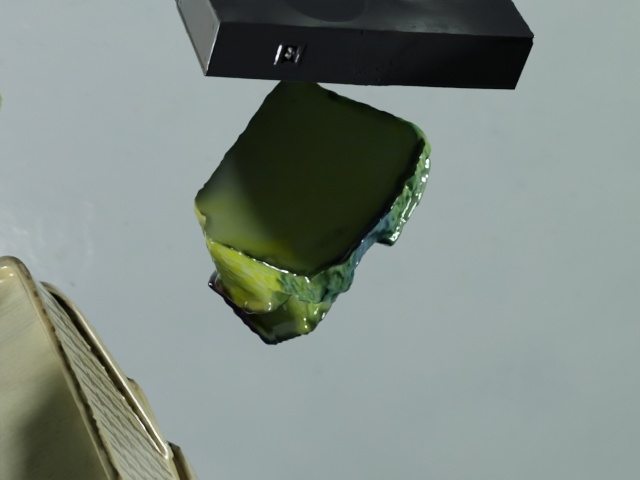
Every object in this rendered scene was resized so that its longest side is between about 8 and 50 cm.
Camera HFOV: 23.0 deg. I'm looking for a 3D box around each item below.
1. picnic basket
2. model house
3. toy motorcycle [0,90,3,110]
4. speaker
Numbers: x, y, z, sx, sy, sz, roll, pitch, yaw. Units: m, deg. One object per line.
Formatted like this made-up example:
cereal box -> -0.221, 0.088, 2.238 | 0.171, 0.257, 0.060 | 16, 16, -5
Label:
picnic basket -> -0.195, 0.192, 0.976 | 0.228, 0.313, 0.175 | -34, 135, -1
model house -> 0.000, 0.000, 1.453 | 0.194, 0.170, 0.211 | -59, 159, -27
toy motorcycle -> -0.246, -0.112, 0.528 | 0.237, 0.169, 0.410 | -28, 113, -34
speaker -> 0.023, -0.141, 1.000 | 0.218, 0.082, 0.044 | 1, 133, -23
